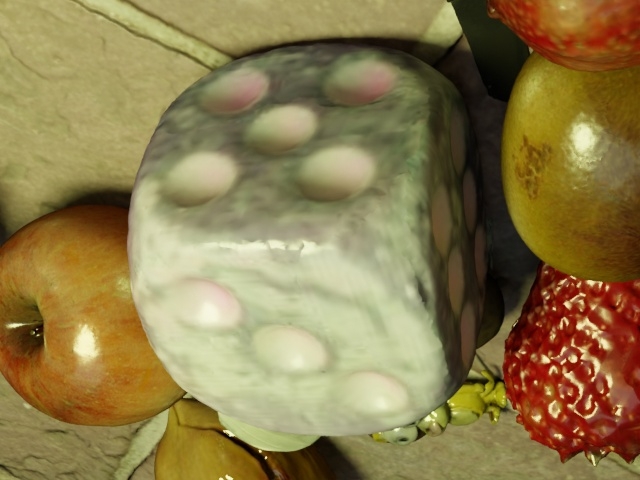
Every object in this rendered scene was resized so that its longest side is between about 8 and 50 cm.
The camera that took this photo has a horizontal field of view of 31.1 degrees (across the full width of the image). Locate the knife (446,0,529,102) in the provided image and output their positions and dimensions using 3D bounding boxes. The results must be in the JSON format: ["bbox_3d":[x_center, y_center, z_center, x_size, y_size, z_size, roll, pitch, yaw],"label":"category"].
[{"bbox_3d":[0.141,-0.197,0.990,0.060,0.028,0.230,-19,129,17],"label":"knife"}]

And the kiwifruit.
[{"bbox_3d":[0.245,-0.083,0.953,0.196,0.196,0.234,4,136,13],"label":"kiwifruit"}]

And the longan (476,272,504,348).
[{"bbox_3d":[0.139,0.068,1.204,0.113,0.092,0.113,15,150,9],"label":"longan"}]

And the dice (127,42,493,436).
[{"bbox_3d":[0.000,0.000,1.049,0.271,0.270,0.270,-1,135,18],"label":"dice"}]

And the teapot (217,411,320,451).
[{"bbox_3d":[-0.012,0.145,1.268,0.222,0.178,0.163,4,136,12],"label":"teapot"}]

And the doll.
[{"bbox_3d":[0.120,0.181,1.332,0.188,0.096,0.145,-9,139,12],"label":"doll"}]

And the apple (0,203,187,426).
[{"bbox_3d":[-0.231,0.076,1.236,0.254,0.253,0.253,9,136,8],"label":"apple"}]

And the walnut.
[{"bbox_3d":[-0.097,0.313,1.459,0.298,0.203,0.203,49,130,-9],"label":"walnut"}]

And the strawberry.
[{"bbox_3d":[0.281,0.085,1.144,0.205,0.205,0.244,0,112,17],"label":"strawberry"}]

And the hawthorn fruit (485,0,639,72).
[{"bbox_3d":[0.230,-0.255,0.774,0.300,0.254,0.254,-26,127,3],"label":"hawthorn fruit"}]
